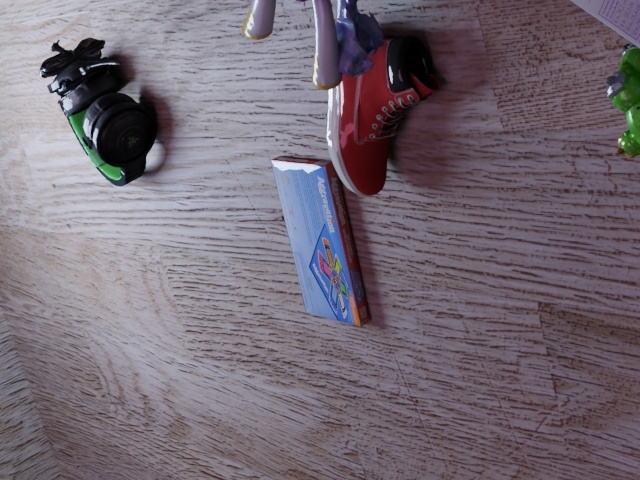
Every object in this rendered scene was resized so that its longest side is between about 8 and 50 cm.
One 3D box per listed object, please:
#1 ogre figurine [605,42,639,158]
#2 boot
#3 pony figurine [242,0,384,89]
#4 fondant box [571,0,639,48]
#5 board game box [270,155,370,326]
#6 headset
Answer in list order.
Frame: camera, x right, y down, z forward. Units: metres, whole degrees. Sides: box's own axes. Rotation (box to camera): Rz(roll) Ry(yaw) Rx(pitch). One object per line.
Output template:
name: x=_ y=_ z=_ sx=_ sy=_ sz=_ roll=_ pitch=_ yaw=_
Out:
ogre figurine: x=0.376 y=-0.135 z=1.192 sx=0.097 sy=0.118 sz=0.197 roll=-14 pitch=99 yaw=55
boot: x=0.096 y=-0.169 z=1.564 sx=0.176 sy=0.088 sz=0.244 roll=16 pitch=120 yaw=45
pony figurine: x=-0.011 y=-0.381 z=1.378 sx=0.351 sy=0.303 sz=0.363 roll=43 pitch=151 yaw=43
fondant box: x=0.292 y=-0.324 z=1.076 sx=0.330 sy=0.238 sz=0.096 roll=42 pitch=140 yaw=27
board game box: x=0.000 y=0.000 z=1.842 sx=0.145 sy=0.027 sz=0.281 roll=12 pitch=120 yaw=50
headset: x=-0.441 y=-0.246 z=2.116 sx=0.243 sy=0.185 sz=0.394 roll=50 pitch=154 yaw=18
